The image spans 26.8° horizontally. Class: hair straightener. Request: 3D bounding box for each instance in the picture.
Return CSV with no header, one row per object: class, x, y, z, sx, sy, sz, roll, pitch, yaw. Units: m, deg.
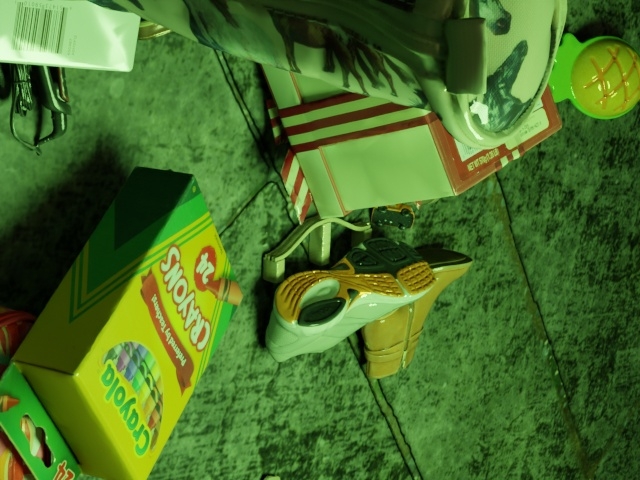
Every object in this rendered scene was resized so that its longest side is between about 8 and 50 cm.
hair straightener,-0.290,-0.185,1.295,0.089,0.047,0.230,-25,128,-41

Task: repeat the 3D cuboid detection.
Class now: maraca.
maraca,0.419,-0.253,2.049,0.186,0.099,0.127,8,94,-25

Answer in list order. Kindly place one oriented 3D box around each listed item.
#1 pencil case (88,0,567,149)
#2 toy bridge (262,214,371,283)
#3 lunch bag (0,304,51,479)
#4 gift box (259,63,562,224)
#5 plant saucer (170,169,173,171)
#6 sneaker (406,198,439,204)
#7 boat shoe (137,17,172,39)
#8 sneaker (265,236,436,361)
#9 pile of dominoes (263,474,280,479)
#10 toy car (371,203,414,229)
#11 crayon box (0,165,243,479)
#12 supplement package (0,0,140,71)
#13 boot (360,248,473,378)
pencil case,-0.035,-0.187,0.867,0.183,0.410,0.160,-38,139,-42
toy bridge,0.000,0.000,1.718,0.188,0.026,0.063,-20,119,-44
lunch bag,-0.362,0.206,1.318,0.258,0.120,0.293,-19,117,-49
gift box,0.092,-0.155,1.563,0.255,0.258,0.276,-25,103,-40
plant saucer,-0.158,0.013,1.546,0.067,0.018,0.192,-44,136,-28
sneaker,0.124,-0.139,1.751,0.071,0.066,0.188,-8,94,-42
boat shoe,-0.130,-0.244,1.431,0.178,0.064,0.060,-34,127,-40
sneaker,0.031,0.080,1.736,0.262,0.099,0.121,-16,151,-35
pile of dominoes,-0.124,0.431,1.727,0.251,0.040,0.196,-22,124,-50
toy car,0.090,-0.066,1.775,0.122,0.060,0.040,72,20,-46
crayon box,-0.198,0.107,1.378,0.202,0.081,0.318,72,36,-46
supplement package,-0.293,-0.259,1.075,0.199,0.263,0.198,-3,107,-49
boot,0.131,0.100,1.882,0.197,0.073,0.152,-17,118,-31
